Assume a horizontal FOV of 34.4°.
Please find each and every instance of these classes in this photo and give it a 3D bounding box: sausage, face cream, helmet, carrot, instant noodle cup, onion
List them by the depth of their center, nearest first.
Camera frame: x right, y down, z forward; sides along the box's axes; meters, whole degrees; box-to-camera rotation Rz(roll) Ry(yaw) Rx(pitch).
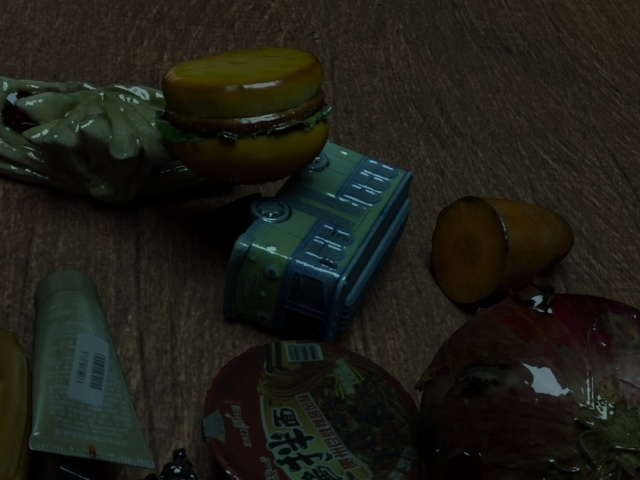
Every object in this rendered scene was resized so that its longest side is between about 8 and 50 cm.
[{"bbox_3d":[-0.378,0.231,1.129,0.134,0.116,0.354,-29,38,18],"label":"sausage"},{"bbox_3d":[0.277,0.212,1.180,0.353,0.354,0.354,8,40,-7],"label":"onion"},{"bbox_3d":[-0.286,0.149,1.219,0.137,0.084,0.341,17,21,-27],"label":"face cream"},{"bbox_3d":[-0.013,0.244,1.241,0.274,0.091,0.274,9,40,-7],"label":"instant noodle cup"},{"bbox_3d":[-0.124,-0.024,1.549,0.089,0.057,0.111,-13,16,39],"label":"helmet"},{"bbox_3d":[0.296,0.005,1.590,0.225,0.159,0.159,-7,43,-39],"label":"carrot"}]

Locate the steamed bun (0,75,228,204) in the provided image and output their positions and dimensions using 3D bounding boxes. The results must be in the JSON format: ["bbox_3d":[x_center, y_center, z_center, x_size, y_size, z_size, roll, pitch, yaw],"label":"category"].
[{"bbox_3d":[-0.316,-0.157,1.562,0.428,0.189,0.247,9,47,-7],"label":"steamed bun"}]

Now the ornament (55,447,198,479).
[{"bbox_3d":[-0.190,0.306,1.137,0.166,0.153,0.196,22,17,9],"label":"ornament"}]

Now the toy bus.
[{"bbox_3d":[0.000,0.000,1.486,0.190,0.152,0.312,22,40,11],"label":"toy bus"}]

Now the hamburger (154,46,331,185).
[{"bbox_3d":[-0.103,-0.165,1.430,0.246,0.170,0.246,-6,20,2],"label":"hamburger"}]
